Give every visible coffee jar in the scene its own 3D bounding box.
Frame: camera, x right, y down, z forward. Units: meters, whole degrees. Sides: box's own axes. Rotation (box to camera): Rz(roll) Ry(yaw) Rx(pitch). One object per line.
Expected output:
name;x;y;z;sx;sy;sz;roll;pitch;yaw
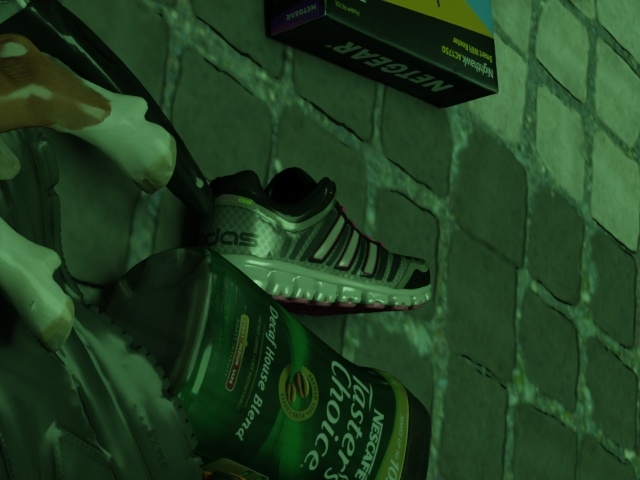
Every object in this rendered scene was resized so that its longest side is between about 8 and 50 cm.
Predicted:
coffee jar;-0.023;0.084;0.715;0.184;0.079;0.096;37;52;-40

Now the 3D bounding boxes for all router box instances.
router box;0.039;-0.166;0.905;0.179;0.046;0.133;14;68;-50

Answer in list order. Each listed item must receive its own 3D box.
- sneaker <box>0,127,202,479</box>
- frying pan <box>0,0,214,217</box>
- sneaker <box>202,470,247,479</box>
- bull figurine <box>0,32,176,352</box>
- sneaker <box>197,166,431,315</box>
sneaker;-0.153;0.022;0.554;0.130;0.109;0.286;-40;106;-40
frying pan;-0.152;-0.149;0.634;0.326;0.053;0.197;50;20;-56
sneaker;-0.051;0.210;0.618;0.087;0.083;0.221;53;46;-47
bull figurine;-0.152;0.064;0.436;0.188;0.101;0.310;17;73;-35
sneaker;0.000;0.000;0.784;0.170;0.063;0.074;7;79;-46
